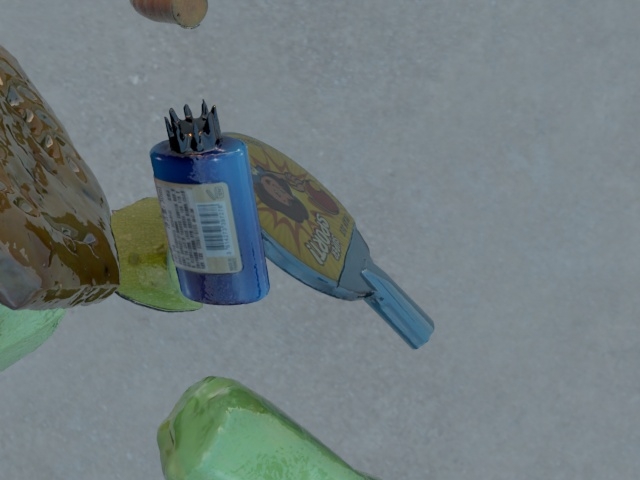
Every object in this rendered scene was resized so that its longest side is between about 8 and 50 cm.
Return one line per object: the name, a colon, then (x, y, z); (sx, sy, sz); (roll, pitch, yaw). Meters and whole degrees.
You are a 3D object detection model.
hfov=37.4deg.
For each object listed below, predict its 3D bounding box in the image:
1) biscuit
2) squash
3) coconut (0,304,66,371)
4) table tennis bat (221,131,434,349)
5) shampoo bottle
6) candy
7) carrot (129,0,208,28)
biscuit: (-0.265, -0.095, 0.689); (0.046, 0.359, 0.359); (-37, 126, 8)
squash: (-0.264, 0.011, 1.489); (0.184, 0.085, 0.191); (6, 77, -4)
coconut: (-0.492, 0.042, 1.179); (0.329, 0.281, 0.328); (-25, 136, -26)
table tennis bat: (0.000, 0.000, 1.049); (0.329, 0.215, 0.044); (42, 112, -10)
shampoo bottle: (-0.097, -0.030, 0.820); (0.050, 0.087, 0.183); (-63, 151, -55)
candy: (-0.025, 0.278, 1.040); (0.343, 0.142, 0.132); (39, 61, -23)
carrot: (-0.179, -0.268, 1.072); (0.048, 0.139, 0.048); (-12, 110, -34)
